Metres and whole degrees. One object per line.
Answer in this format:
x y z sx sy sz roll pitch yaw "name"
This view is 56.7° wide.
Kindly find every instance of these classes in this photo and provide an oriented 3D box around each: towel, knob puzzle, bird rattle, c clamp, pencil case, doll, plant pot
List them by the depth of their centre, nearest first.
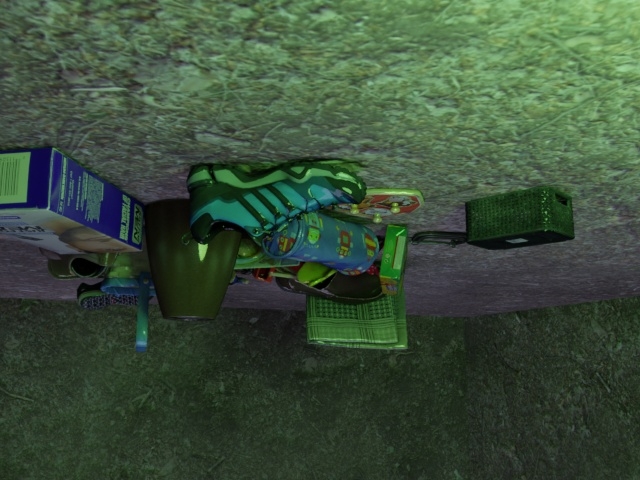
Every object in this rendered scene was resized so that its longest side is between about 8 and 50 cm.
0.119 -0.065 1.168 0.213 0.030 0.213 1 168 0 "knob puzzle"
-0.270 0.051 1.254 0.215 0.230 0.215 0 168 0 "plant pot"
0.000 0.000 1.270 0.133 0.119 0.306 5 173 37 "pencil case"
0.291 -0.001 1.498 0.161 0.022 0.137 2 163 -1 "c clamp"
0.034 0.031 1.522 0.254 0.143 0.207 -6 -173 -40 "bird rattle"
-0.288 0.118 1.857 0.129 0.046 0.189 6 172 -5 "doll"
0.115 0.207 1.889 0.324 0.312 0.056 4 132 -3 "towel"

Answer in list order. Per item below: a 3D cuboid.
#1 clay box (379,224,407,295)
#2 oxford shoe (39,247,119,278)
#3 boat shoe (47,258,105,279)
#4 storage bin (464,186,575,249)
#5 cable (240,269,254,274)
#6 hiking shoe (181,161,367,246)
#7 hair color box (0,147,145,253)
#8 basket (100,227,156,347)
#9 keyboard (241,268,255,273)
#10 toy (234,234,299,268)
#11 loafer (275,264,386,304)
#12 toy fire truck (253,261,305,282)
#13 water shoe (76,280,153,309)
0.182 0.057 1.454 0.053 0.127 0.222 8 165 12 "clay box"
-0.567 0.022 1.360 0.130 0.132 0.364 10 165 -40 "oxford shoe"
-0.569 0.050 1.604 0.302 0.113 0.103 3 -171 -19 "boat shoe"
0.385 -0.038 1.153 0.122 0.084 0.180 12 163 -43 "storage bin"
-0.254 0.037 1.684 0.287 0.072 0.139 24 174 -33 "cable"
-0.074 -0.052 0.985 0.304 0.132 0.113 -2 168 10 "hiking shoe"
-0.470 -0.056 1.058 0.185 0.110 0.339 -2 170 7 "hair color box"
-0.439 0.126 1.471 0.201 0.288 0.255 -1 166 -19 "basket"
-0.189 0.057 1.618 0.180 0.023 0.108 -7 143 -8 "keyboard"
-0.156 0.004 1.377 0.237 0.137 0.056 0 128 10 "toy"
0.049 0.123 1.809 0.366 0.133 0.130 3 168 -10 "loafer"
-0.089 0.077 1.548 0.192 0.047 0.135 14 -169 -23 "toy fire truck"
-0.552 0.131 1.607 0.203 0.080 0.073 -4 129 -31 "water shoe"
